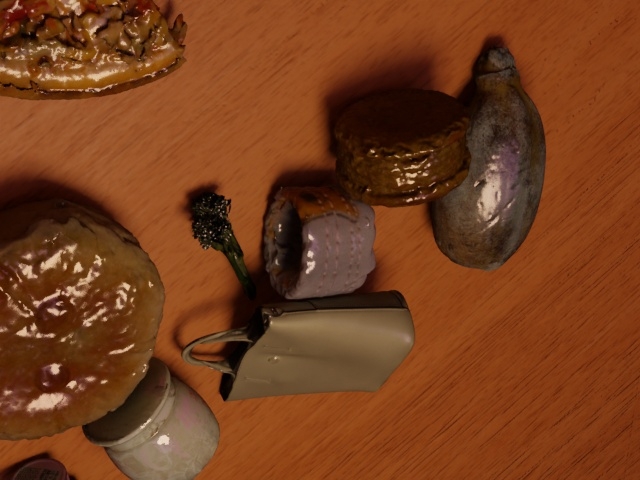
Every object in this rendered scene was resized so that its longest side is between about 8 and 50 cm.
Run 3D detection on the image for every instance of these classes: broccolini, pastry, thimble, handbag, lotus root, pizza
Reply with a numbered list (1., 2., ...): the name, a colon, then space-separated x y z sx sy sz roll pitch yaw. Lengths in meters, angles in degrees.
1. broccolini: -0.132 0.022 1.442 0.058 0.074 0.201 1 138 12
2. pastry: -0.345 0.103 1.311 0.330 0.136 0.329 -14 122 -23
3. thimble: -0.001 0.002 1.453 0.118 0.127 0.151 -5 119 -29
4. handbag: -0.037 0.162 1.514 0.315 0.109 0.241 -6 147 -26
5. lotus root: 0.248 -0.109 1.522 0.158 0.140 0.322 -6 118 -26
6. pizza: -0.249 -0.270 1.190 0.251 0.074 0.287 16 111 -38
7. pastry: 0.107 -0.123 1.401 0.189 0.189 0.103 -21 124 -18

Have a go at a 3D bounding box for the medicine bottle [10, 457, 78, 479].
1. medicine bottle: -0.374 0.399 1.498 0.119 0.094 0.188 -21 126 -20

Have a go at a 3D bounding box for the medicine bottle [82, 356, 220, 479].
1. medicine bottle: -0.231 0.249 1.458 0.147 0.147 0.143 -39 126 -4
